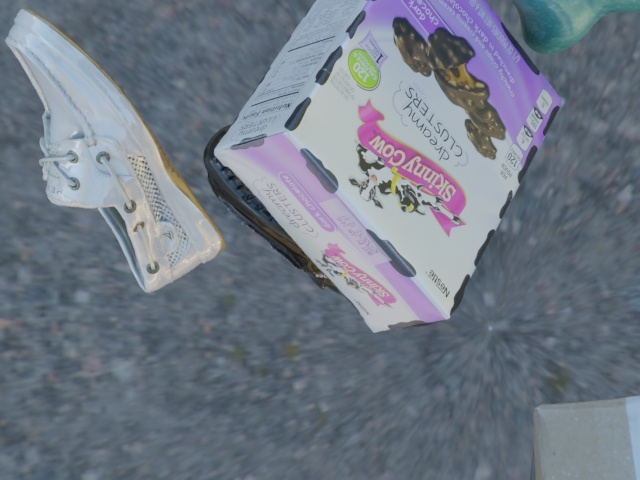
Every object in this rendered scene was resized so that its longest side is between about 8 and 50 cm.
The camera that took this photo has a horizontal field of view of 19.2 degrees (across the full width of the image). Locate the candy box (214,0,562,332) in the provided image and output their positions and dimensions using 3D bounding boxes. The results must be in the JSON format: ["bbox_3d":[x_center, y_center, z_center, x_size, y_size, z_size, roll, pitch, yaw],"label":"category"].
[{"bbox_3d":[0.048,-0.070,1.176,0.165,0.070,0.196,48,53,-25],"label":"candy box"}]

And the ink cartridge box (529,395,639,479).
[{"bbox_3d":[0.189,0.140,0.585,0.235,0.088,0.193,-7,62,4],"label":"ink cartridge box"}]

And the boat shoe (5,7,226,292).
[{"bbox_3d":[-0.182,-0.063,1.540,0.096,0.098,0.277,-40,122,-8],"label":"boat shoe"}]

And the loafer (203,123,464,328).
[{"bbox_3d":[0.000,0.000,1.401,0.220,0.078,0.080,38,56,4],"label":"loafer"}]

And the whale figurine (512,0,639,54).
[{"bbox_3d":[0.243,-0.197,1.196,0.272,0.216,0.141,-29,50,9],"label":"whale figurine"}]
